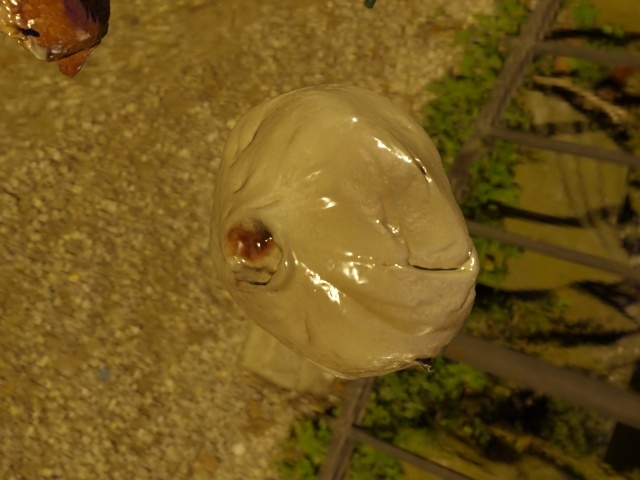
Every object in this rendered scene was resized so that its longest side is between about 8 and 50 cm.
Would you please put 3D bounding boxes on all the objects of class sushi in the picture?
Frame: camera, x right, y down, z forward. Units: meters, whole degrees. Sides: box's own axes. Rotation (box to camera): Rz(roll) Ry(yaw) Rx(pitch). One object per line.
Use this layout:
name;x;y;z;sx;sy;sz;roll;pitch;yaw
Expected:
sushi;-0.144;-0.128;0.589;0.061;0.060;0.118;-74;144;-57

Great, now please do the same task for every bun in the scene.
bun;0.000;0.000;0.668;0.113;0.173;0.166;-11;109;-38

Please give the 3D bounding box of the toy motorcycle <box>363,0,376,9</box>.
toy motorcycle;0.024;-0.390;1.339;0.127;0.275;0.205;13;110;-49
